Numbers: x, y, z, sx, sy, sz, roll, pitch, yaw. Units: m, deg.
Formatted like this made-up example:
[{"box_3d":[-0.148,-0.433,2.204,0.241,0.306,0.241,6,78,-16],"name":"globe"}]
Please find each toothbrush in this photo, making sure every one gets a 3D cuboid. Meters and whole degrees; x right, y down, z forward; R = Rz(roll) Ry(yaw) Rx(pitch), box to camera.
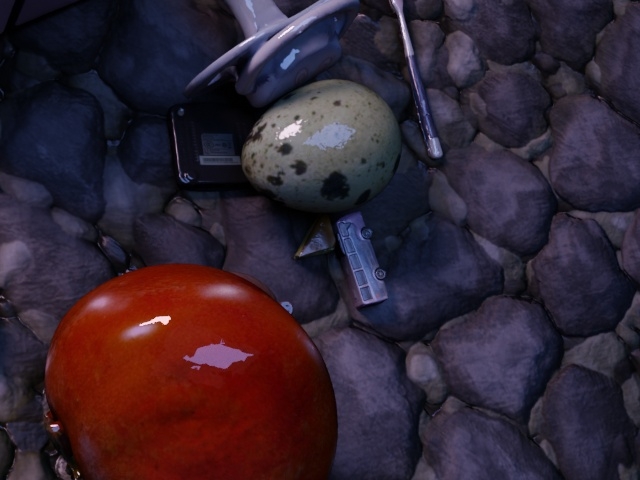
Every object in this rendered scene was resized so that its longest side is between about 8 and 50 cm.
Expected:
[{"box_3d":[0.140,-0.258,1.540,0.024,0.026,0.288,-12,78,-8],"name":"toothbrush"}]

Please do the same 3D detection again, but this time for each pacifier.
[{"box_3d":[-0.082,-0.303,1.340,0.287,0.238,0.226,-37,93,-25],"name":"pacifier"}]

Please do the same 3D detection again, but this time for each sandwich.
[{"box_3d":[0.000,0.000,1.388,0.044,0.031,0.083,30,66,-6],"name":"sandwich"}]

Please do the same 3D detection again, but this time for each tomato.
[{"box_3d":[-0.141,0.183,1.099,0.290,0.293,0.325,-25,96,-14],"name":"tomato"}]

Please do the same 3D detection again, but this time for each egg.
[{"box_3d":[0.001,-0.121,1.345,0.228,0.177,0.177,-17,80,-31],"name":"egg"}]

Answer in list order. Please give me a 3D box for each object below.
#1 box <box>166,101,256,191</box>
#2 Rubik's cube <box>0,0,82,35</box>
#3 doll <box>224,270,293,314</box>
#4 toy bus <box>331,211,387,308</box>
[{"box_3d":[-0.142,-0.129,1.375,0.126,0.027,0.125,-3,74,-24],"name":"box"},{"box_3d":[-0.425,-0.434,1.185,0.316,0.313,0.318,-34,89,-34],"name":"Rubik's cube"},{"box_3d":[-0.121,0.125,1.264,0.145,0.096,0.188,44,72,4],"name":"doll"},{"box_3d":[0.053,0.028,1.399,0.052,0.037,0.130,-15,80,-21],"name":"toy bus"}]
